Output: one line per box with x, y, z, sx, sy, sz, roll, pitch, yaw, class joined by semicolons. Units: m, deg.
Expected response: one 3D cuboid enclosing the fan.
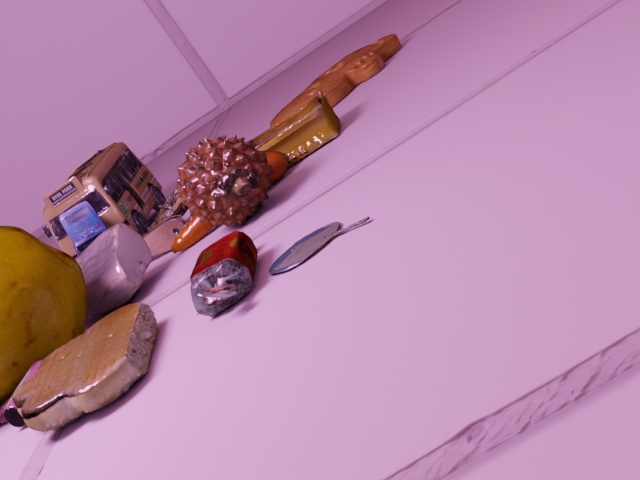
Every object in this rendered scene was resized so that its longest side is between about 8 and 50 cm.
0.000;0.000;1.469;0.175;0.005;0.113;-25;16;41;fan

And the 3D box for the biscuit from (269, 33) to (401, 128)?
0.025;-0.346;2.514;0.355;0.052;0.275;-41;14;-27;biscuit

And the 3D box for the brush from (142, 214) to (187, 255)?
-0.366;0.031;2.149;0.327;0.070;0.065;-26;6;28;brush

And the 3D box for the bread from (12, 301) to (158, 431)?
-0.314;0.177;1.515;0.207;0.056;0.286;-30;14;9;bread

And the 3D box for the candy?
-0.129;0.041;1.530;0.086;0.059;0.292;-30;15;9;candy

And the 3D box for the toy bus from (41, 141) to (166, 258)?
-0.474;-0.078;2.481;0.177;0.202;0.365;-33;15;11;toy bus

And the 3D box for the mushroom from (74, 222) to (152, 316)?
-0.426;0.088;1.963;0.329;0.122;0.159;-29;6;27;mushroom

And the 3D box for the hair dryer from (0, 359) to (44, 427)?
-0.441;0.243;1.648;0.154;0.054;0.106;-37;13;39;hair dryer

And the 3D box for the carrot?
-0.162;-0.076;2.010;0.271;0.062;0.066;-40;19;-15;carrot

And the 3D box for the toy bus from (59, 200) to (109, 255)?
-0.445;-0.018;2.191;0.079;0.094;0.236;-26;-1;-9;toy bus

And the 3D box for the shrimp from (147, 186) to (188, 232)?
-0.291;-0.050;2.189;0.217;0.051;0.150;-51;10;23;shrimp

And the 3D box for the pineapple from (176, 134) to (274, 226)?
-0.152;-0.098;1.881;0.166;0.166;0.193;-38;21;-13;pineapple

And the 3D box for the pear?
-0.533;0.135;1.738;0.375;0.287;0.287;-43;15;-13;pear

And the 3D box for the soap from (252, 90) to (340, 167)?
-0.075;-0.179;2.126;0.233;0.076;0.135;-33;12;13;soap
